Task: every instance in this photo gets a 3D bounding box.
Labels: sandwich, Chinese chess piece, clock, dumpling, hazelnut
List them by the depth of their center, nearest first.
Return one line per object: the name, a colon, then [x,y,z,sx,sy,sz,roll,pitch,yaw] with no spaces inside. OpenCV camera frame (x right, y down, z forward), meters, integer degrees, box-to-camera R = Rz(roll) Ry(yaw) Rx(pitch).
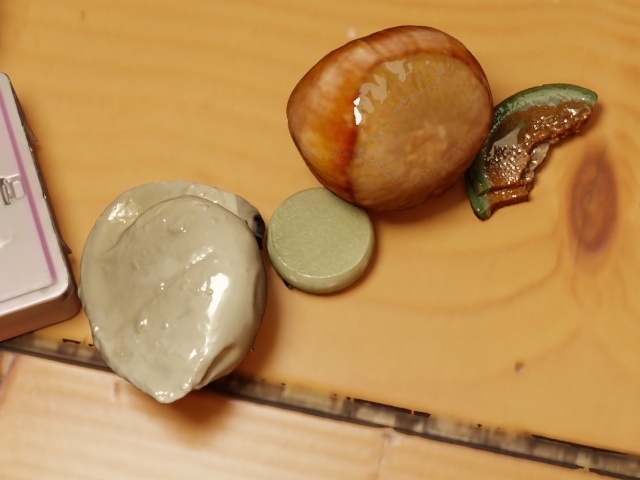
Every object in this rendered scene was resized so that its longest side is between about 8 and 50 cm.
dumpling: [-0.109,0.035,1.229,0.150,0.092,0.176,6,80,19]
hazelnut: [0.050,-0.101,1.248,0.150,0.150,0.150,-1,70,3]
Chinese chess piece: [0.000,0.000,1.268,0.084,0.034,0.084,0,68,1]
clock: [-0.279,-0.017,1.273,0.150,0.063,0.197,-19,70,-4]
sandwich: [0.154,-0.077,1.290,0.067,0.029,0.135,37,76,15]
